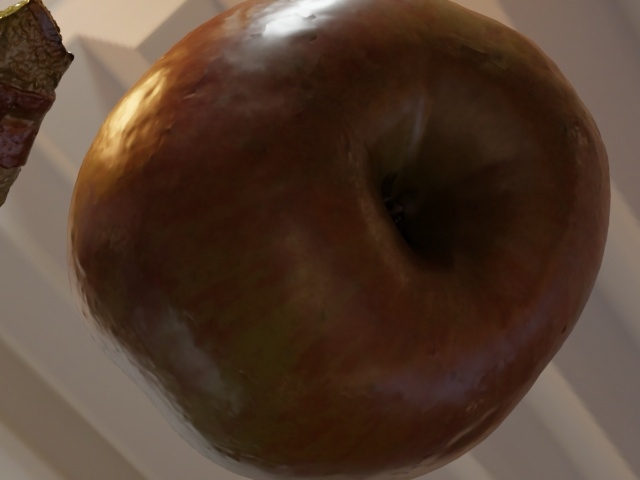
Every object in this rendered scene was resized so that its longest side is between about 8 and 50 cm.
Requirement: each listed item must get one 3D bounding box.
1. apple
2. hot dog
[{"bbox_3d":[0.000,0.000,0.799,0.301,0.301,0.301,42,-12,11],"label":"apple"},{"bbox_3d":[-0.332,-0.133,1.350,0.093,0.261,0.123,41,18,35],"label":"hot dog"}]
